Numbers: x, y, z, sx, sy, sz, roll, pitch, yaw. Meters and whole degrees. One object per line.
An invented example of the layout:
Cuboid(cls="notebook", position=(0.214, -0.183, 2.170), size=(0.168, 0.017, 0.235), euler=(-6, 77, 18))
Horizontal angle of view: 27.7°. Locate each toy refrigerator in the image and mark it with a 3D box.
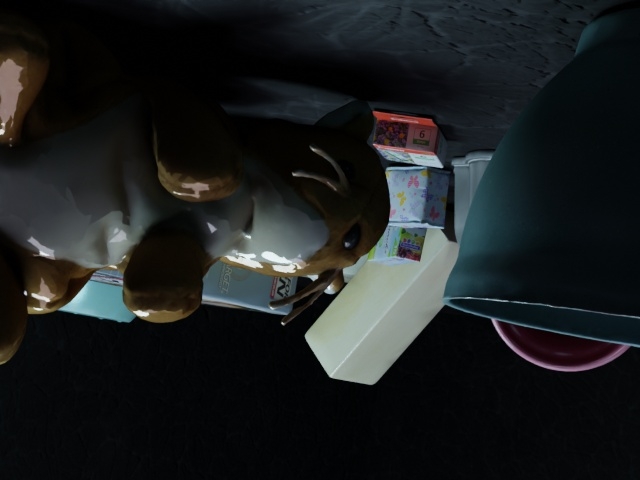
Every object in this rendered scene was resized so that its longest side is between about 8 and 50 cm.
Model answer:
Cuboid(cls="toy refrigerator", position=(0.104, 0.075, 1.841), size=(0.102, 0.269, 0.094), euler=(15, -148, -46))

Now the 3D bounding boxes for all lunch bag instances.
Cuboid(cls="lunch bag", position=(0.107, -0.051, 1.514), size=(0.053, 0.071, 0.083), euler=(10, 174, -43))

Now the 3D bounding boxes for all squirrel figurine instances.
Cuboid(cls="squirrel figurine", position=(-0.136, -0.063, 1.179), size=(0.370, 0.281, 0.397), euler=(1, -168, -19))

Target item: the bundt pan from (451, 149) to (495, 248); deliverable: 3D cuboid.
Cuboid(cls="bundt pan", position=(0.295, -0.002, 1.407), size=(0.330, 0.124, 0.331), euler=(9, 174, 1))

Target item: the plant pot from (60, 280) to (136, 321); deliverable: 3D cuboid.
Cuboid(cls="plant pot", position=(-0.376, 0.005, 2.112), size=(0.293, 0.235, 0.293), euler=(9, 175, 1))

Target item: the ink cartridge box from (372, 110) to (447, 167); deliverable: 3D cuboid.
Cuboid(cls="ink cartridge box", position=(0.086, -0.099, 1.274), size=(0.062, 0.029, 0.115), euler=(9, 175, 13))

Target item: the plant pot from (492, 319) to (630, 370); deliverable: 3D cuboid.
Cuboid(cls="plant pot", position=(0.322, 0.053, 1.676), size=(0.201, 0.201, 0.180), euler=(9, -170, 11))

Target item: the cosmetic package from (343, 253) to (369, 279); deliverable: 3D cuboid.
Cuboid(cls="cosmetic package", position=(0.000, 0.000, 2.023), size=(0.309, 0.113, 0.160), euler=(8, 174, 32))

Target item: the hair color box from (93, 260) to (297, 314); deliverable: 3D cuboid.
Cuboid(cls="hair color box", position=(-0.209, 0.010, 1.663), size=(0.185, 0.114, 0.374), euler=(5, 174, 37))

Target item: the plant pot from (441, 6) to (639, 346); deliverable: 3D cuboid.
Cuboid(cls="plant pot", position=(0.238, -0.031, 0.821), size=(0.293, 0.196, 0.293), euler=(11, 174, 1))

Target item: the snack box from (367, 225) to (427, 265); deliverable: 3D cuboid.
Cuboid(cls="snack box", position=(0.102, -0.021, 1.665), size=(0.037, 0.100, 0.141), euler=(12, 175, -12))
